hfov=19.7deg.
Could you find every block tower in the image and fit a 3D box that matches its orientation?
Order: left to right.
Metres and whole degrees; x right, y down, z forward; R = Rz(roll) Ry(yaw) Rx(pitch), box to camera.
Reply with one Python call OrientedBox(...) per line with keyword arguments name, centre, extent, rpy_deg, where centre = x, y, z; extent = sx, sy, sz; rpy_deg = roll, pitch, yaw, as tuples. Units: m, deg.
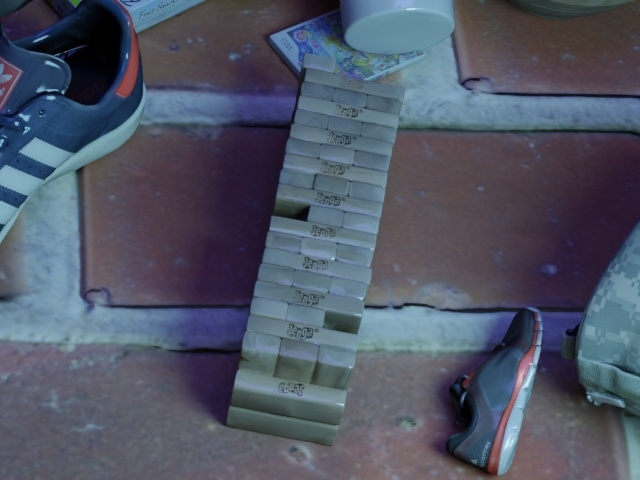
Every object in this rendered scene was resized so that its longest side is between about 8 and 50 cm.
OrientedBox(name="block tower", centre=(0.000, 0.000, 1.517), extent=(0.097, 0.091, 0.335), rpy_deg=(11, 52, -2))

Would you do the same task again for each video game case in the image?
OrientedBox(name="video game case", centre=(0.025, -0.179, 1.711), extent=(0.122, 0.011, 0.087), rpy_deg=(-25, 61, -26))

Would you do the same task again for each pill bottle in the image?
OrientedBox(name="pill bottle", centre=(0.060, -0.295, 1.689), extent=(0.131, 0.131, 0.229), rpy_deg=(-2, 73, -12))

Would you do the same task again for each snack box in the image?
OrientedBox(name="snack box", centre=(-0.180, -0.242, 1.706), extent=(0.141, 0.037, 0.100), rpy_deg=(-30, 62, -28))

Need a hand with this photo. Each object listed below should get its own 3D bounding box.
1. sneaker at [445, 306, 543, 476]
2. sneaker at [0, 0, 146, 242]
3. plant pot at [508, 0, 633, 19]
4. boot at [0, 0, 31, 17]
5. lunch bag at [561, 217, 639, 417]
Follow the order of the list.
OrientedBox(name="sneaker", centre=(0.138, 0.112, 1.476), extent=(0.065, 0.061, 0.158), rpy_deg=(14, 50, 9))
OrientedBox(name="sneaker", centre=(-0.277, -0.087, 1.497), extent=(0.131, 0.148, 0.350), rpy_deg=(33, 54, 15))
OrientedBox(name="plant pot", centre=(0.233, -0.292, 1.774), extent=(0.237, 0.110, 0.237), rpy_deg=(4, 52, -6))
OrientedBox(name="boot", centre=(-0.388, -0.167, 1.493), extent=(0.338, 0.118, 0.223), rpy_deg=(-6, 34, 45))
OrientedBox(name="lunch bag", centre=(0.373, 0.065, 1.424), extent=(0.305, 0.212, 0.256), rpy_deg=(24, 53, 37))
